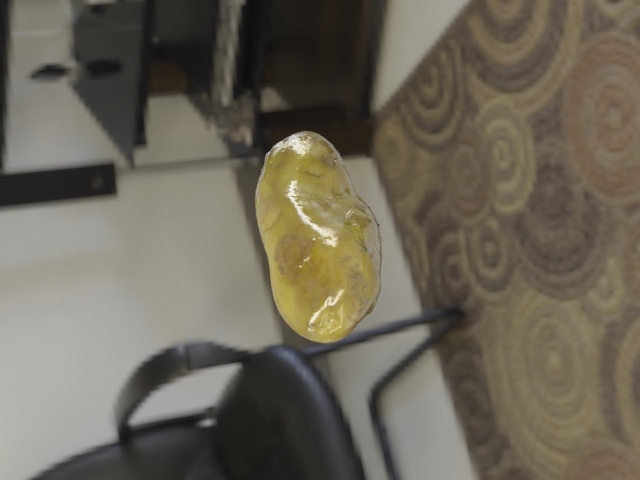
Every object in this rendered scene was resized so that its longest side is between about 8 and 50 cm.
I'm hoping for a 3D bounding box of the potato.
[{"bbox_3d":[0.000,0.000,0.580,0.045,0.046,0.092,-35,46,18],"label":"potato"}]
